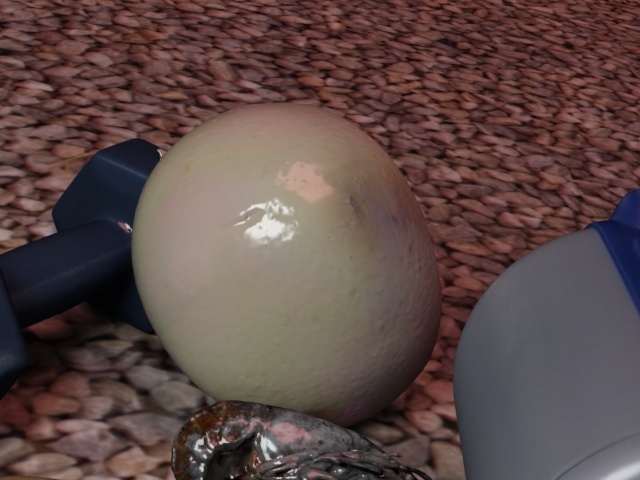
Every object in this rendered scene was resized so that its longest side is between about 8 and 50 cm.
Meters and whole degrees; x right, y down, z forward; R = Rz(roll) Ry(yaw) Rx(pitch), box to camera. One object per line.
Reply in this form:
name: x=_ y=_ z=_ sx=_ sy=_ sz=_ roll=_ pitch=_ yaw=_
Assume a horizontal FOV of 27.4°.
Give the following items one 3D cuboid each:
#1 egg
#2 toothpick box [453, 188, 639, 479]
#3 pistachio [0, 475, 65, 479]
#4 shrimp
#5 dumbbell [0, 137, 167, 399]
egg: x=-0.006 y=0.014 z=0.957 sx=0.271 sy=0.162 sz=0.206 roll=50 pitch=46 yaw=-6
toothpick box: x=0.209 y=0.121 z=0.843 sx=0.263 sy=0.263 sz=0.354 roll=10 pitch=24 yaw=-5
pistachio: x=-0.141 y=0.212 z=0.621 sx=0.288 sy=0.166 sz=0.197 roll=9 pitch=49 yaw=-16
shrimp: x=0.014 y=0.163 z=0.892 sx=0.233 sy=0.079 sz=0.090 roll=14 pitch=-13 yaw=-7
dumbbell: x=-0.208 y=0.028 z=0.987 sx=0.160 sy=0.144 sz=0.325 roll=23 pitch=27 yaw=25
